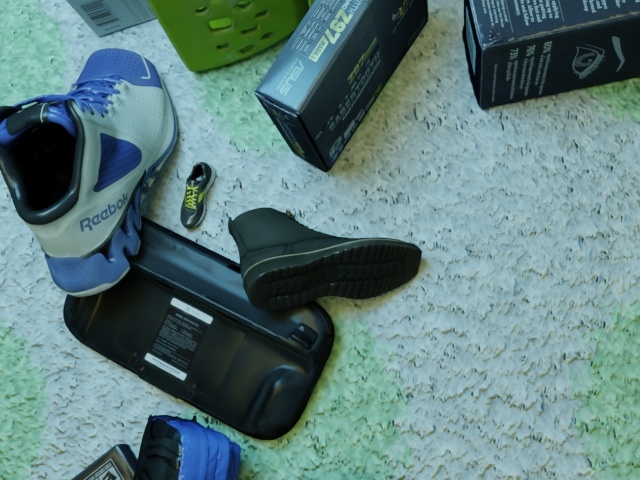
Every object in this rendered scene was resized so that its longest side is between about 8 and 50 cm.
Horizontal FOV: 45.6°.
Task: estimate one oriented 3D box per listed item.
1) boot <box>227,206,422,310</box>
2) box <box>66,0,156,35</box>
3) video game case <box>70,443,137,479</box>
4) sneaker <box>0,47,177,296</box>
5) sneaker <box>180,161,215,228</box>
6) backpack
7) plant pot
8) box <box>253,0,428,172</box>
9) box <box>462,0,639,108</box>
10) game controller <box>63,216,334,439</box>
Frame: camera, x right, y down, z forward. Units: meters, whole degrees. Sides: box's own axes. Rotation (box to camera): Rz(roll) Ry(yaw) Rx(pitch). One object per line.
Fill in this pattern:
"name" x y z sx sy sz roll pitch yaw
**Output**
"boot" 0.000 0.000 0.849 0.197 0.077 0.137 -4 36 -19
"box" -0.262 -0.330 0.956 0.102 0.101 0.087 -17 74 5
"video game case" -0.257 0.405 0.821 0.275 0.035 0.248 -38 73 0
"sneaker" -0.256 -0.117 0.833 0.127 0.182 0.316 -3 57 10
"sneaker" -0.152 -0.056 0.906 0.031 0.035 0.083 11 80 14
"backpack" -0.133 0.232 0.786 0.101 0.120 0.098 9 80 -25
"plant pot" -0.088 -0.351 0.869 0.207 0.227 0.228 -7 76 3
"box" 0.033 -0.206 0.828 0.059 0.183 0.233 31 84 16
"box" 0.261 -0.235 0.807 0.207 0.153 0.108 -11 75 7
"game controller" -0.146 0.093 0.866 0.319 0.067 0.166 25 97 16
